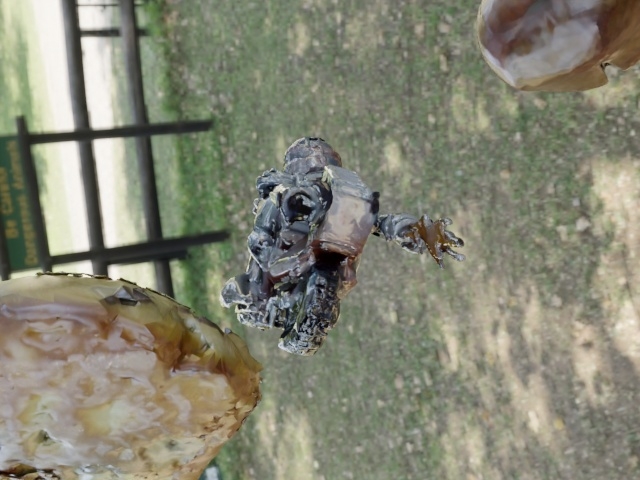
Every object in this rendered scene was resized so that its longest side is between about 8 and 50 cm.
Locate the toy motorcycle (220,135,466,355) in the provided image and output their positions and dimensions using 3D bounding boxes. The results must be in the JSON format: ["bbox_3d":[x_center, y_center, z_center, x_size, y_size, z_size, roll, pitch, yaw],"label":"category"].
[{"bbox_3d":[0.000,0.000,0.784,0.401,0.134,0.207,-175,103,-77],"label":"toy motorcycle"}]

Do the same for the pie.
[{"bbox_3d":[-0.199,0.134,0.622,0.308,0.308,0.085,111,152,-43],"label":"pie"}]

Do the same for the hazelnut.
[{"bbox_3d":[0.276,-0.257,0.985,0.178,0.204,0.178,58,-164,-28],"label":"hazelnut"}]
